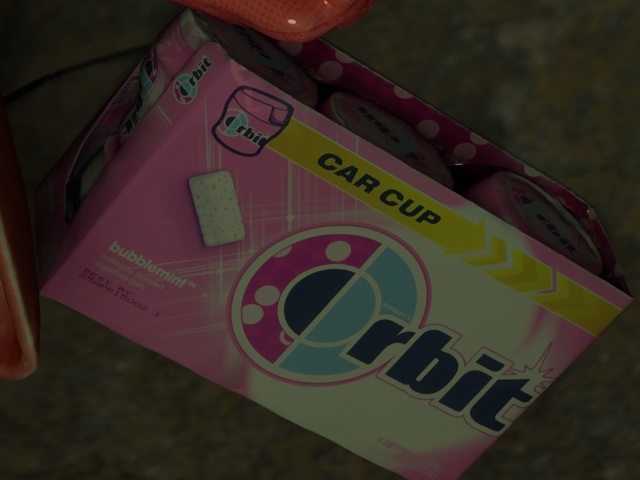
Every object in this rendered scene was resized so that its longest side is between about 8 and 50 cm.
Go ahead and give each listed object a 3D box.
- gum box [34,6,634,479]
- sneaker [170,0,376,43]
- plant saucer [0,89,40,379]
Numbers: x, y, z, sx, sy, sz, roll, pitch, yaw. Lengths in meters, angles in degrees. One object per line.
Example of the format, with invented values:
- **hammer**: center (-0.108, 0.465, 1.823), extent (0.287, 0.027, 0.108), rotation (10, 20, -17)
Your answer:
- **gum box**: center (0.000, 0.000, 0.687), extent (0.188, 0.062, 0.107), rotation (29, 116, -27)
- **sneaker**: center (-0.091, -0.159, 0.511), extent (0.314, 0.136, 0.116), rotation (31, 114, -27)
- **plant saucer**: center (-0.191, -0.099, 0.517), extent (0.258, 0.048, 0.259), rotation (15, 135, 24)
